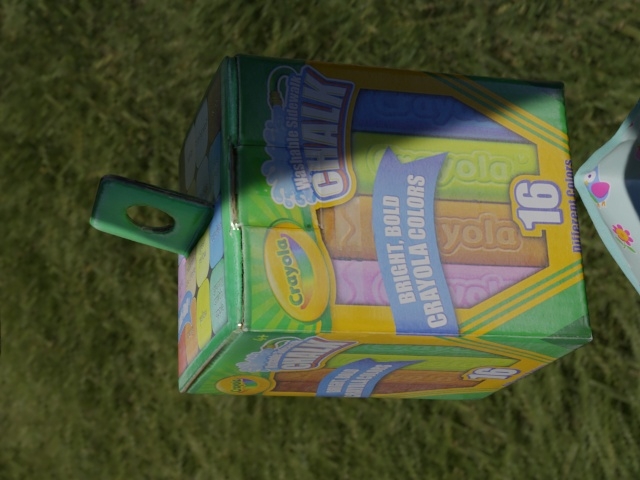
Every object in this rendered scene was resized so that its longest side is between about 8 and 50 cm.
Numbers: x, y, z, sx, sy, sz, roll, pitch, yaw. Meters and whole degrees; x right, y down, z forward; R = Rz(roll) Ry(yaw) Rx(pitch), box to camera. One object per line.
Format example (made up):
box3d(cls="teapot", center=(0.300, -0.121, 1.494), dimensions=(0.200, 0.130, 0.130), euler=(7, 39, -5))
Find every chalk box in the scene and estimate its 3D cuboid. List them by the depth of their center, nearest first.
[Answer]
box3d(cls="chalk box", center=(0.000, 0.000, 0.600), dimensions=(0.213, 0.132, 0.132), euler=(2, 162, -15))

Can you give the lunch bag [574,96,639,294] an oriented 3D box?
box3d(cls="lunch bag", center=(0.375, 0.010, 1.064), dimensions=(0.223, 0.160, 0.262), euler=(12, 143, 50))
